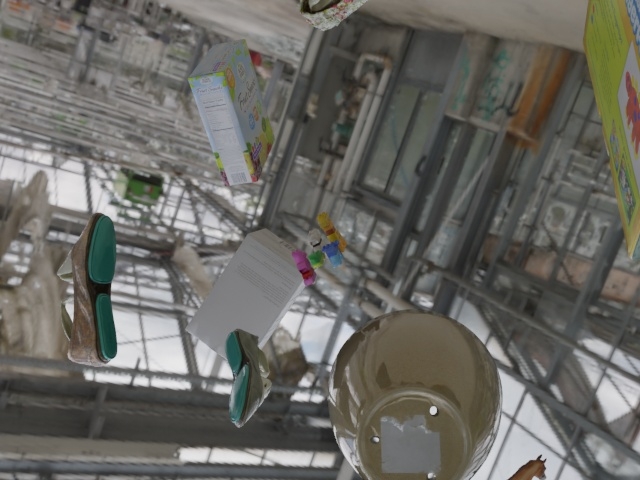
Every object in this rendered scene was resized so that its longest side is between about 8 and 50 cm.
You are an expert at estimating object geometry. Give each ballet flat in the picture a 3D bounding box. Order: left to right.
[{"bbox_3d":[-0.479,0.098,1.438,0.106,0.315,0.107,-8,165,13],"label":"ballet flat"},{"bbox_3d":[-0.110,0.218,1.137,0.068,0.072,0.213,20,-156,-22],"label":"ballet flat"},{"bbox_3d":[0.051,-0.427,1.158,0.077,0.091,0.241,2,154,-42],"label":"ballet flat"}]

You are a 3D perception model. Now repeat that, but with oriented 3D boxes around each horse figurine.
[{"bbox_3d":[0.356,0.558,1.470,0.264,0.174,0.066,-13,-159,2],"label":"horse figurine"}]

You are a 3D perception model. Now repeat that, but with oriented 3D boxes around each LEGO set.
[{"bbox_3d":[0.000,0.000,1.493,0.093,0.087,0.227,62,-166,-12],"label":"LEGO set"}]

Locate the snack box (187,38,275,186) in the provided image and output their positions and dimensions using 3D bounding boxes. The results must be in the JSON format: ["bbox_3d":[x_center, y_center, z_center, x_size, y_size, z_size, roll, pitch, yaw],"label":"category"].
[{"bbox_3d":[-0.151,-0.228,1.256,0.070,0.207,0.174,-9,-148,13],"label":"snack box"}]

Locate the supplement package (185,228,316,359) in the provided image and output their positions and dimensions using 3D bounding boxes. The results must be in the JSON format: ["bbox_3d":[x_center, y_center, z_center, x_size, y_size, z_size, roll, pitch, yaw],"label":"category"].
[{"bbox_3d":[-0.167,0.141,1.773,0.178,0.292,0.175,36,-170,5],"label":"supplement package"}]

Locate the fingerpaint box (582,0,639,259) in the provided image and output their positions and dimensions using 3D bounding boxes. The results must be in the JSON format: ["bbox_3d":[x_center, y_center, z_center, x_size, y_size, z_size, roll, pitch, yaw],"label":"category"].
[{"bbox_3d":[0.494,-0.257,0.971,0.163,0.444,0.371,-5,148,11],"label":"fingerpaint box"}]

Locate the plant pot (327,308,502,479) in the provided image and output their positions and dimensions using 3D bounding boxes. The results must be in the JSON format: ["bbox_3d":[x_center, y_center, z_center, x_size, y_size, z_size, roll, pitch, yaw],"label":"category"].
[{"bbox_3d":[0.120,0.228,0.913,0.257,0.256,0.274,20,-178,7],"label":"plant pot"}]
